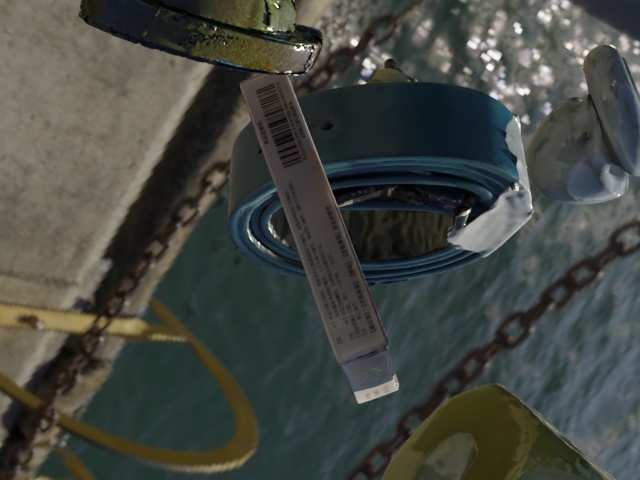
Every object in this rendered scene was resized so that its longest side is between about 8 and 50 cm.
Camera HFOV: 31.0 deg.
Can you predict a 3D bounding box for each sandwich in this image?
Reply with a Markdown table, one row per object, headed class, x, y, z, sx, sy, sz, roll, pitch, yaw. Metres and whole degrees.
| class | x | y | z | sx | sy | sz | roll | pitch | yaw |
| --- | --- | --- | --- | --- | --- | --- | --- | --- | --- |
| sandwich | -0.106 | -0.228 | 1.124 | 0.235 | 0.159 | 0.079 | 17 | 113 | -11 |

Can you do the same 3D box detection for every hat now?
| class | x | y | z | sx | sy | sz | roll | pitch | yaw |
| --- | --- | --- | --- | --- | --- | --- | --- | --- | --- |
| hat | 0.111 | -0.225 | 1.708 | 0.077 | 0.076 | 0.059 | 40 | 71 | -12 |

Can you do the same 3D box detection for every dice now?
| class | x | y | z | sx | sy | sz | roll | pitch | yaw |
| --- | --- | --- | --- | --- | --- | --- | --- | --- | --- |
| dice | 0.214 | 0.315 | 1.277 | 0.233 | 0.238 | 0.227 | 40 | 93 | -19 |

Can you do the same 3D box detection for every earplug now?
| class | x | y | z | sx | sy | sz | roll | pitch | yaw |
| --- | --- | --- | --- | --- | --- | --- | --- | --- | --- |
| earplug | 0.440 | -0.171 | 1.840 | 0.175 | 0.214 | 0.325 | -10 | 159 | -11 |

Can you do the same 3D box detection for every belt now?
| class | x | y | z | sx | sy | sz | roll | pitch | yaw |
| --- | --- | --- | --- | --- | --- | --- | --- | --- | --- |
| belt | 0.084 | -0.078 | 1.670 | 0.437 | 0.173 | 0.300 | -2 | 144 | 5 |

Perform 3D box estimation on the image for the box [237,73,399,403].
| class | x | y | z | sx | sy | sz | roll | pitch | yaw |
| --- | --- | --- | --- | --- | --- | --- | --- | --- | --- |
| box | 0.000 | 0.000 | 1.345 | 0.069 | 0.353 | 0.214 | -19 | 159 | 0 |
